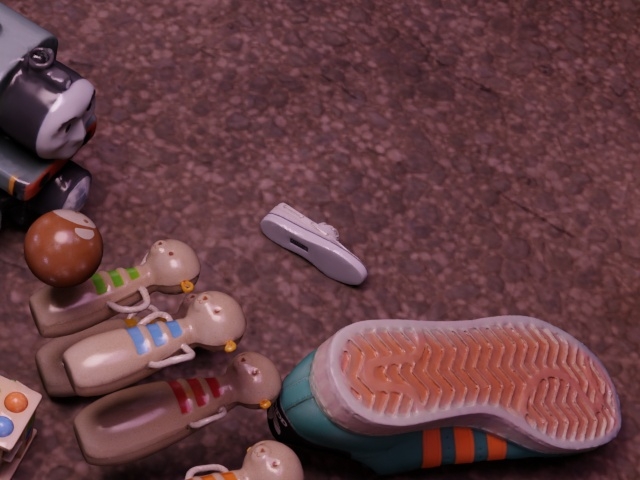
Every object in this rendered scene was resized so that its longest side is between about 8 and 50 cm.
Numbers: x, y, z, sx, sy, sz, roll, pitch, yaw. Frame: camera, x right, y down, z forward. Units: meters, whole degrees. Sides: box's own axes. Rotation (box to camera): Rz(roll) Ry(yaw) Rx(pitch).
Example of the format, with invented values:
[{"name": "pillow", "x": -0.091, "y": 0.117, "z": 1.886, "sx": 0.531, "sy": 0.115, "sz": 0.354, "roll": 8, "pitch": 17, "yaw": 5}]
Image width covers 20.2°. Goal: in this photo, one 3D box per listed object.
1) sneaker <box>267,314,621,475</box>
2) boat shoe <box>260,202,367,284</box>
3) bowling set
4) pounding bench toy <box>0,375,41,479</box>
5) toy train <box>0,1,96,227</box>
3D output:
[{"name": "sneaker", "x": 0.095, "y": 0.122, "z": 1.387, "sx": 0.302, "sy": 0.121, "sz": 0.108, "roll": 9, "pitch": 63, "yaw": -35}, {"name": "boat shoe", "x": 0.000, "y": 0.000, "z": 1.493, "sx": 0.100, "sy": 0.035, "sz": 0.035, "roll": 29, "pitch": 55, "yaw": 15}, {"name": "bowling set", "x": -0.110, "y": 0.062, "z": 1.251, "sx": 0.154, "sy": 0.200, "sz": 0.287, "roll": -19, "pitch": 34, "yaw": -16}, {"name": "pounding bench toy", "x": -0.233, "y": 0.123, "z": 1.317, "sx": 0.052, "sy": 0.065, "sz": 0.083, "roll": 24, "pitch": 51, "yaw": 3}, {"name": "toy train", "x": -0.319, "y": -0.139, "z": 1.411, "sx": 0.334, "sy": 0.190, "sz": 0.142, "roll": 33, "pitch": 53, "yaw": 10}]
